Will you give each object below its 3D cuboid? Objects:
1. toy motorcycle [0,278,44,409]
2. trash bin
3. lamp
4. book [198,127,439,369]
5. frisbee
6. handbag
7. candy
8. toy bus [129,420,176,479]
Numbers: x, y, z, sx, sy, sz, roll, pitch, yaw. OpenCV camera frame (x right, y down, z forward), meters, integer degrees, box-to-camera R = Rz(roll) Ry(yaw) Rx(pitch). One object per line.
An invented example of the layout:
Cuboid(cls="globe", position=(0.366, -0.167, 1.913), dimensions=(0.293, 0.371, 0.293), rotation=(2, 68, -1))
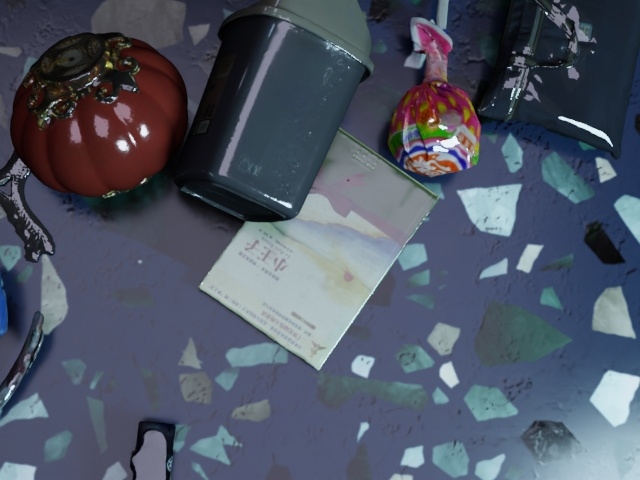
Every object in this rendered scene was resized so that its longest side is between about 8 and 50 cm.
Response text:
Cuboid(cls="toy motorcycle", position=(-0.496, 0.131, 1.445), dimensions=(0.182, 0.241, 0.319), rotation=(30, 87, 39))
Cuboid(cls="trash bin", position=(-0.059, -0.177, 1.464), dimensions=(0.182, 0.209, 0.290), rotation=(25, 80, -23))
Cuboid(cls="lamp", position=(-0.273, -0.151, 1.460), dimensions=(0.226, 0.227, 0.227), rotation=(1, 84, -5))
Cuboid(cls="book", position=(0.000, 0.000, 1.553), dimensions=(0.201, 0.026, 0.289), rotation=(35, 82, -1))
Cuboid(cls="frisbee", position=(-0.402, -0.060, 1.530), dimensions=(0.211, 0.012, 0.187), rotation=(-32, 88, -9))
Cuboid(cls="handbag", position=(0.334, -0.258, 1.582), dimensions=(0.211, 0.088, 0.254), rotation=(15, 82, -9))
Cuboid(cls="candy", position=(0.163, -0.262, 1.569), dimensions=(0.124, 0.124, 0.366), rotation=(8, 75, -4))
Cuboid(cls="toy bus", position=(-0.216, 0.317, 1.477), dimensions=(0.057, 0.072, 0.172), rotation=(6, 82, -6))
